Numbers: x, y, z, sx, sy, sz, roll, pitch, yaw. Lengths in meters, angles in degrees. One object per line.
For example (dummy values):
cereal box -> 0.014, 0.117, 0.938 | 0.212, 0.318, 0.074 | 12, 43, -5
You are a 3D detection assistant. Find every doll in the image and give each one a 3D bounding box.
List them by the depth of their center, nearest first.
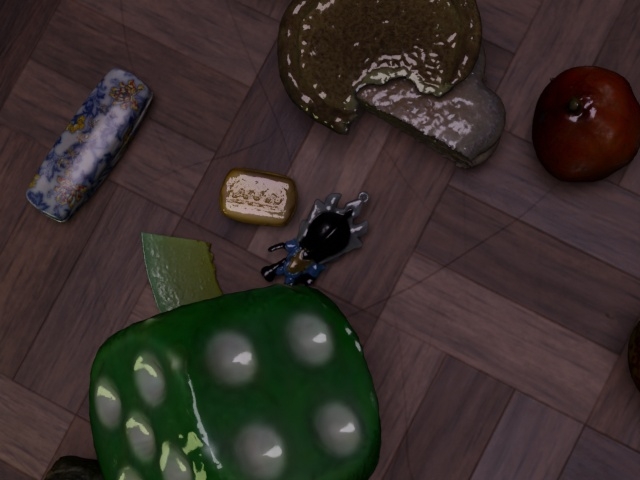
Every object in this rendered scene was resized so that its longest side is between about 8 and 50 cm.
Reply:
doll -> 0.000, 0.000, 1.909 | 0.195, 0.070, 0.096 | -44, 96, 5

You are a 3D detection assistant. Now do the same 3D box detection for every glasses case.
glasses case -> -0.345, -0.142, 1.961 | 0.087, 0.065, 0.248 | 33, 85, 6

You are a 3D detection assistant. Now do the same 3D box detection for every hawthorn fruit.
hawthorn fruit -> 0.374, -0.162, 1.836 | 0.169, 0.188, 0.169 | -1, 87, 15

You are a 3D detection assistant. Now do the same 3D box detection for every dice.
dice -> -0.112, 0.232, 1.729 | 0.297, 0.287, 0.300 | -9, 78, -36

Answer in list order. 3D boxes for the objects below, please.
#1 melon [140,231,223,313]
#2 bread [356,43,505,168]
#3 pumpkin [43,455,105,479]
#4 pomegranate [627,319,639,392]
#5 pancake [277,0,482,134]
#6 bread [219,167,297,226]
melon -> -0.182, 0.097, 1.934 | 0.114, 0.053, 0.261 | -23, 84, -17
bread -> 0.130, -0.250, 1.918 | 0.337, 0.102, 0.183 | 31, 82, 11
pumpkin -> -0.338, 0.446, 1.816 | 0.139, 0.190, 0.280 | 14, 84, 6
pomegranate -> 0.509, 0.190, 1.785 | 0.214, 0.214, 0.248 | 29, 120, 8
pancake -> 0.080, -0.282, 1.862 | 0.288, 0.033, 0.286 | 20, 80, 12
bread -> -0.091, -0.063, 1.932 | 0.115, 0.056, 0.082 | 6, 86, 1
